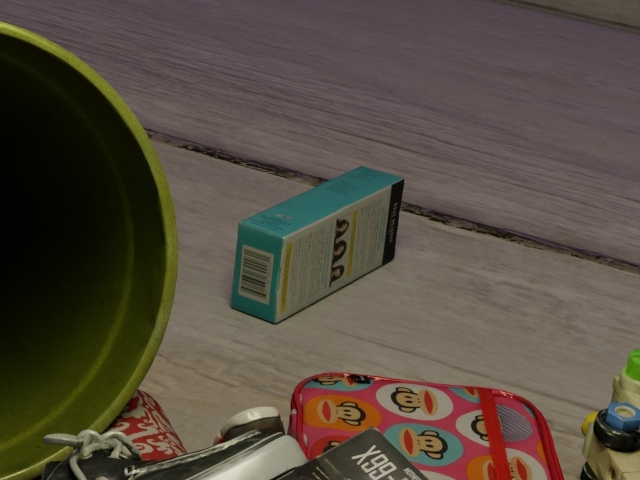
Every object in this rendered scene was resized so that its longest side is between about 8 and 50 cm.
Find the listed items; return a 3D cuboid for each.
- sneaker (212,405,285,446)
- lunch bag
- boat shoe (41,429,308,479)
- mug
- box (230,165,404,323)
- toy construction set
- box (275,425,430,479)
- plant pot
[{"bbox_3d":[-0.047,0.197,1.412,0.061,0.158,0.065,-12,42,-22],"label":"sneaker"},{"bbox_3d":[0.099,0.223,1.445,0.258,0.120,0.293,8,26,-6],"label":"lunch bag"},{"bbox_3d":[-0.163,0.188,1.301,0.306,0.105,0.113,-25,-14,3],"label":"boat shoe"},{"bbox_3d":[-0.167,0.185,1.447,0.150,0.113,0.169,18,14,-21],"label":"mug"},{"bbox_3d":[0.000,0.000,1.953,0.060,0.100,0.244,19,25,27],"label":"box"},{"bbox_3d":[0.346,0.194,1.558,0.215,0.151,0.328,1,13,-16],"label":"toy construction set"},{"bbox_3d":[0.029,0.282,1.172,0.242,0.076,0.307,-27,47,-25],"label":"box"},{"bbox_3d":[-0.349,0.006,1.525,0.367,0.366,0.353,-3,4,-24],"label":"plant pot"}]
